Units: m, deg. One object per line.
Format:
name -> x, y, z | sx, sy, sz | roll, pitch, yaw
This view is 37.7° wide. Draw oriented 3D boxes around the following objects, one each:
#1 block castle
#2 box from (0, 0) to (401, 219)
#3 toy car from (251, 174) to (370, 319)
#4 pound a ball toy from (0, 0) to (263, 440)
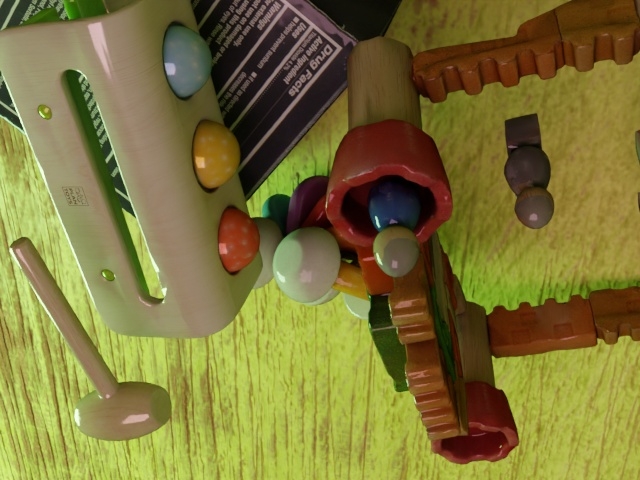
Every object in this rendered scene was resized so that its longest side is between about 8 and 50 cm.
block castle -> 0.193, 0.034, 0.765 | 0.303, 0.212, 0.453 | -10, 141, 13
box -> -0.130, -0.192, 0.848 | 0.294, 0.182, 0.296 | 39, 126, -9
toy car -> 0.000, 0.000, 0.969 | 0.182, 0.136, 0.159 | 11, 175, 42
pound a ball toy -> -0.134, -0.024, 0.723 | 0.136, 0.208, 0.319 | -2, 122, 19
